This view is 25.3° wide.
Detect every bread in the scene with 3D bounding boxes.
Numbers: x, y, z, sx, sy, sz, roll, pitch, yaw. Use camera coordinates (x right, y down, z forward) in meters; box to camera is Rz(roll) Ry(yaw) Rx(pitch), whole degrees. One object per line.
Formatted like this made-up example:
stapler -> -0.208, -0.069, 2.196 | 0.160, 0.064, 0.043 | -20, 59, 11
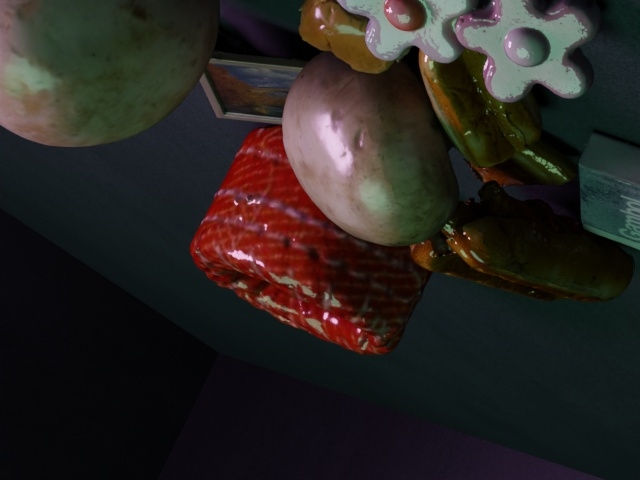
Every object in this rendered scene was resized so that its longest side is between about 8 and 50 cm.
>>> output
bread -> 0.041, -0.224, 1.464 | 0.125, 0.082, 0.106 | 29, 173, -2

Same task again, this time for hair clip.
hair clip -> 0.138, -0.209, 1.334 | 0.257, 0.075, 0.146 | 25, 129, 15

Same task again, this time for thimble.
thimble -> 0.000, 0.000, 2.077 | 0.350, 0.231, 0.350 | 25, 169, 5

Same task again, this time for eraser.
eraser -> 0.347, -0.051, 1.636 | 0.091, 0.046, 0.212 | 21, 166, 18

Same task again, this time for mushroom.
mushroom -> 0.062, -0.105, 1.611 | 0.255, 0.184, 0.255 | 38, 157, 19
mushroom -> -0.269, -0.261, 1.562 | 0.290, 0.297, 0.297 | 56, 180, 26

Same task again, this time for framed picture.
framed picture -> -0.025, -0.181, 1.757 | 0.249, 0.016, 0.184 | 7, 162, 9

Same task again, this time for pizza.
pizza -> 0.223, -0.099, 1.699 | 0.184, 0.036, 0.176 | 24, 165, 19

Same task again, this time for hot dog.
hot dog -> 0.164, -0.157, 1.495 | 0.249, 0.102, 0.076 | 48, -165, -53
hot dog -> 0.251, 0.002, 1.769 | 0.158, 0.117, 0.348 | -1, 169, 44

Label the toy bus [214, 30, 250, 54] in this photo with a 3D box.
toy bus -> -0.159, -0.246, 1.796 | 0.123, 0.060, 0.075 | 33, 169, -35
